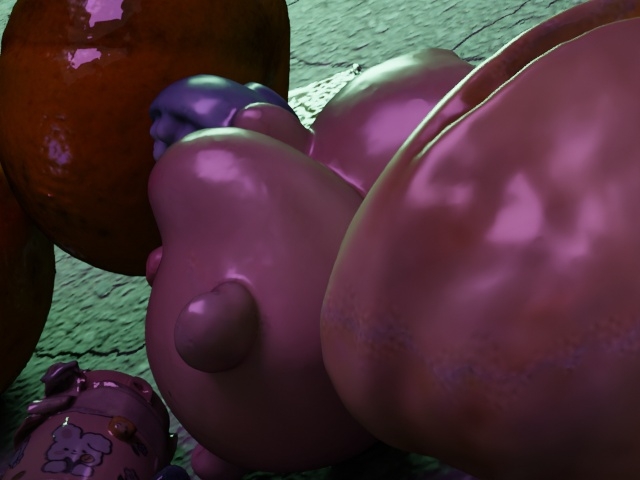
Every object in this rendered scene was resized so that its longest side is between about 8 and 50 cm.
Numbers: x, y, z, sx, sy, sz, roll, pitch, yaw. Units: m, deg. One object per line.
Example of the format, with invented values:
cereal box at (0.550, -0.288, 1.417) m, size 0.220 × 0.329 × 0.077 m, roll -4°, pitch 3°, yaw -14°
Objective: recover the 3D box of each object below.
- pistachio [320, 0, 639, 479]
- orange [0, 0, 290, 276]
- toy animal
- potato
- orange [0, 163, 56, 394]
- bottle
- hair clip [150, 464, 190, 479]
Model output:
pistachio at (0.147, 0.008, 0.900) m, size 0.321 × 0.238 × 0.229 m, roll -18°, pitch 27°, yaw -23°
orange at (-0.114, -0.096, 1.263) m, size 0.171 × 0.240 × 0.240 m, roll 10°, pitch 38°, yaw 10°
toy animal at (0.016, 0.012, 1.087) m, size 0.221 × 0.210 × 0.229 m, roll -2°, pitch 58°, yaw -2°
potato at (0.009, -0.062, 1.353) m, size 0.086 × 0.061 × 0.122 m, roll -24°, pitch 28°, yaw 9°
orange at (-0.291, 0.017, 1.316) m, size 0.240 × 0.240 × 0.240 m, roll -23°, pitch 27°, yaw 13°
bottle at (-0.130, 0.127, 1.127) m, size 0.099 × 0.099 × 0.152 m, roll -20°, pitch 27°, yaw 20°
hair clip at (-0.147, 0.203, 1.018) m, size 0.229 × 0.039 × 0.070 m, roll -43°, pitch 8°, yaw -5°
